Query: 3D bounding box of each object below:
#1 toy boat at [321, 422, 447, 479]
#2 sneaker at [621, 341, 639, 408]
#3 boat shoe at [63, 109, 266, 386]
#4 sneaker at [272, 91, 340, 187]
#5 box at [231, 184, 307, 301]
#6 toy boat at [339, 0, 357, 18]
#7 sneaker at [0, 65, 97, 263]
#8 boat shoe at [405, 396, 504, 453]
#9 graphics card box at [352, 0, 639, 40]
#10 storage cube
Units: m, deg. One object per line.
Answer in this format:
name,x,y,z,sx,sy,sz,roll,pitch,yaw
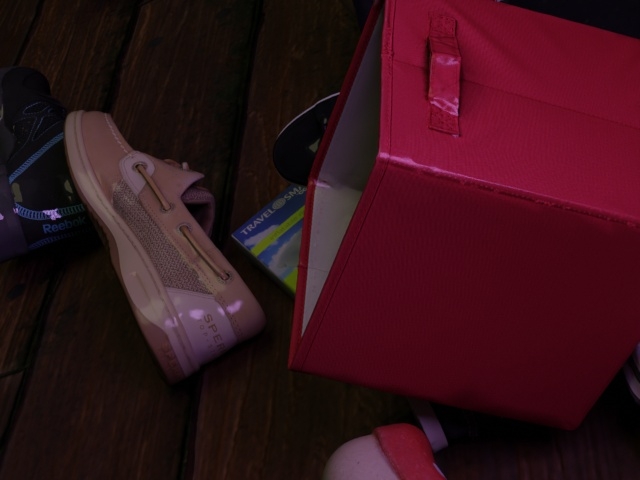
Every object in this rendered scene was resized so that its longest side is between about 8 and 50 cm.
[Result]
toy boat,0.091,0.198,0.685,0.151,0.151,0.231,-10,30,-21
sneaker,0.275,-0.110,0.758,0.169,0.257,0.447,7,50,28
boat shoe,-0.147,-0.013,1.111,0.110,0.121,0.341,-25,49,-7
sneaker,0.044,-0.088,0.912,0.217,0.079,0.121,-11,-3,22
box,0.000,0.000,1.046,0.109,0.042,0.178,-39,36,-9
toy boat,0.138,-0.299,1.172,0.318,0.267,0.148,25,56,16
sneaker,-0.305,-0.092,1.354,0.140,0.125,0.341,-10,38,-5
boat shoe,0.074,0.044,0.888,0.079,0.084,0.233,-26,50,4
graphics card box,0.136,-0.242,0.988,0.233,0.094,0.371,-18,83,20
storage cube,0.100,-0.021,0.757,0.193,0.215,0.183,13,44,-8
